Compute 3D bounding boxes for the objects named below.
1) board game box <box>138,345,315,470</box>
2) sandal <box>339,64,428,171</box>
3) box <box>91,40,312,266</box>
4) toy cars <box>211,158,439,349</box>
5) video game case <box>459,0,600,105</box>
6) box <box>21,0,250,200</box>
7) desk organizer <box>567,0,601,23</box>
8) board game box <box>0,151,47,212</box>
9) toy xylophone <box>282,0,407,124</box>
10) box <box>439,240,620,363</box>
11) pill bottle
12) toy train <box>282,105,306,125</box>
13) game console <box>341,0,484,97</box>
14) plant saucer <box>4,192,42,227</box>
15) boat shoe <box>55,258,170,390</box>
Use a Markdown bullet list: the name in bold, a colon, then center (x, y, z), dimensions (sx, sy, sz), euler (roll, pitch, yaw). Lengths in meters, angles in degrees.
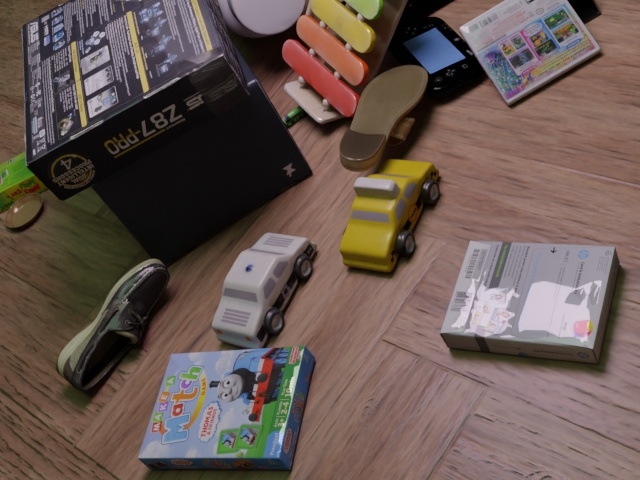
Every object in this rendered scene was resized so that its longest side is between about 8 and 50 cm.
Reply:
- **board game box**: center (-0.122, 0.219, 1.182), dimensions (0.211, 0.039, 0.160), euler (-8, 50, 26)
- **sandal**: center (0.093, -0.168, 1.364), dimensions (0.088, 0.079, 0.240), euler (15, 49, 21)
- **box**: center (-0.241, -0.205, 1.500), dimensions (0.293, 0.212, 0.395), euler (-32, 44, 0)
- **toy cars**: center (0.000, 0.000, 1.268), dimensions (0.394, 0.087, 0.176), euler (-31, 43, 2)
- **video game case**: center (0.311, -0.299, 1.348), dimensions (0.157, 0.019, 0.143), euler (-30, 76, 3)
- **box**: center (-0.297, -0.276, 1.373), dimensions (0.318, 0.097, 0.395), euler (-29, 44, 7)
- **desk organizer**: center (0.360, -0.343, 1.390), dimensions (0.130, 0.047, 0.050), euler (-30, 46, 3)
- **board game box**: center (-0.567, -0.126, 1.740), dimensions (0.181, 0.043, 0.092), euler (-25, 45, 9)
- **toy xylophone**: center (0.030, -0.355, 1.440), dimensions (0.081, 0.322, 0.236), euler (-9, 36, -40)
- **box**: center (0.254, 0.070, 1.095), dimensions (0.186, 0.038, 0.145), euler (1, 54, 32)
- **pill bottle**: center (-0.131, -0.470, 1.647), dimensions (0.176, 0.176, 0.318), euler (-35, 30, -1)
- **toy train**: center (-0.030, -0.223, 1.524), dimensions (0.083, 0.023, 0.017), euler (-37, 73, -4)
- **game console**: center (0.169, -0.356, 1.515), dimensions (0.213, 0.044, 0.361), euler (-32, 44, 2)
- **plant saucer**: center (-0.550, -0.052, 1.686), dimensions (0.083, 0.015, 0.083), euler (-16, 45, 17)
- **boat shoe**: center (-0.294, 0.129, 1.338), dimensions (0.073, 0.080, 0.223), euler (34, 79, 39)
